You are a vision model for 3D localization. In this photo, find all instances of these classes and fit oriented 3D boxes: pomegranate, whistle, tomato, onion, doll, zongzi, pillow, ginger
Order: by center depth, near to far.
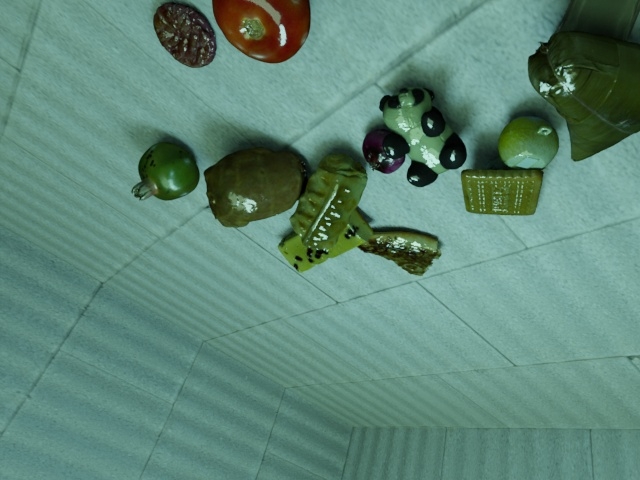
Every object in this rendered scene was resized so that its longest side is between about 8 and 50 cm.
[{"bbox_3d":[0.471,-0.391,0.725,0.131,0.038,0.232,5,148,8],"label":"pillow"},{"bbox_3d":[0.469,-0.240,0.822,0.274,0.145,0.300,7,158,-9],"label":"zongzi"},{"bbox_3d":[-0.111,-0.447,0.852,0.195,0.135,0.195,12,147,8],"label":"tomato"},{"bbox_3d":[0.435,-0.201,0.967,0.123,0.122,0.223,20,166,-1],"label":"whistle"},{"bbox_3d":[0.224,-0.232,0.976,0.144,0.135,0.234,-26,124,36],"label":"doll"},{"bbox_3d":[0.149,-0.212,1.069,0.115,0.104,0.115,32,159,14],"label":"onion"},{"bbox_3d":[-0.195,-0.150,1.219,0.270,0.223,0.200,-2,119,36],"label":"ginger"},{"bbox_3d":[-0.468,-0.190,1.306,0.180,0.209,0.179,20,136,21],"label":"pomegranate"}]

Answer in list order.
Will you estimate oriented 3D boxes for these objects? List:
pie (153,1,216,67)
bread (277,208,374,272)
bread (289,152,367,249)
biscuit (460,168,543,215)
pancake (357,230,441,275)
[{"bbox_3d":[-0.311,-0.467,1.009,0.155,0.036,0.154,14,143,10],"label":"pie"},{"bbox_3d":[0.000,0.000,1.424,0.138,0.077,0.361,49,138,-10],"label":"bread"},{"bbox_3d":[0.025,-0.111,1.196,0.152,0.129,0.267,20,123,-13],"label":"bread"},{"bbox_3d":[0.429,-0.108,1.053,0.173,0.029,0.254,4,166,23],"label":"biscuit"},{"bbox_3d":[0.265,0.042,1.414,0.266,0.057,0.244,1,150,31],"label":"pancake"}]
